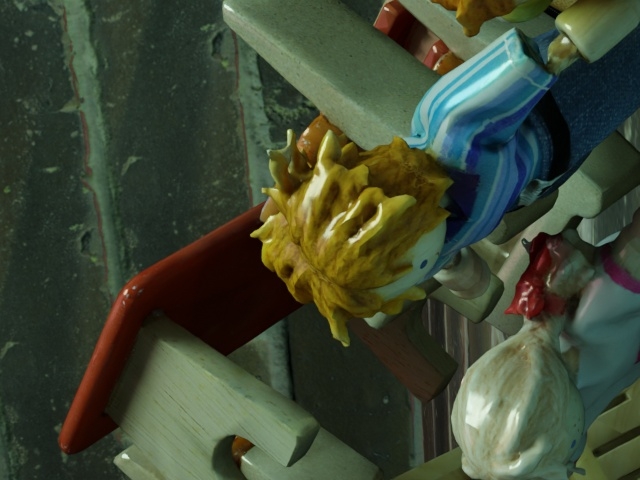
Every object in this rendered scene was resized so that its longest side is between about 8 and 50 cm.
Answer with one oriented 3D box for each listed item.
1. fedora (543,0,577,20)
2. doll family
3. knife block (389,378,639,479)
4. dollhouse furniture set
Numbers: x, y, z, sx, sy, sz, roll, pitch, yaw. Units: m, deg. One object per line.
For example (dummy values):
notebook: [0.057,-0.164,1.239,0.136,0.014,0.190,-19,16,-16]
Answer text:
fedora: [0.118,-0.112,0.691,0.079,0.194,0.194,-61,4,4]
doll family: [0.063,-0.047,0.408,0.118,0.163,0.263,41,142,17]
knife block: [0.078,0.135,0.728,0.088,0.276,0.242,61,146,12]
dollhouse furniture set: [0.000,0.000,0.649,0.259,0.135,0.262,-31,-25,-50]
